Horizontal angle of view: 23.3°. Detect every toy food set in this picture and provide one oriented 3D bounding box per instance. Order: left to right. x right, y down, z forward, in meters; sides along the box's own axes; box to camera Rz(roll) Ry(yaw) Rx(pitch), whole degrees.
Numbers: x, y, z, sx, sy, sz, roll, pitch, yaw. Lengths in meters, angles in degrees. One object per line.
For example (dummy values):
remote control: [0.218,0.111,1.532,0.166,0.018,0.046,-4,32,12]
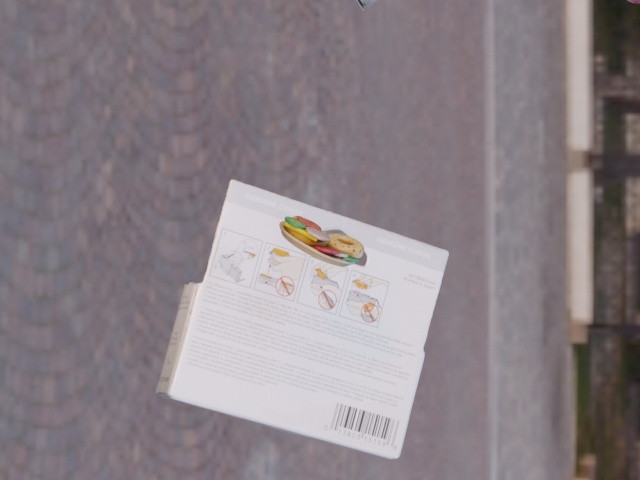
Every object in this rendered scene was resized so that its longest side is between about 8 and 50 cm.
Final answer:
toy food set: [0.000,0.000,1.454,0.020,0.083,0.082,-63,174,12]

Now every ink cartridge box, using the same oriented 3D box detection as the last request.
ink cartridge box: [-0.016,0.089,1.685,0.060,0.275,0.239,-10,-117,68]

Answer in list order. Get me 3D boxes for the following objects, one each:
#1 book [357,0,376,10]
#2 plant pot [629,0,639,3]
book: [0.001,-0.261,1.276,0.144,0.035,0.096,54,9,4]
plant pot: [0.465,-0.425,2.007,0.201,0.180,0.201,18,66,-46]
